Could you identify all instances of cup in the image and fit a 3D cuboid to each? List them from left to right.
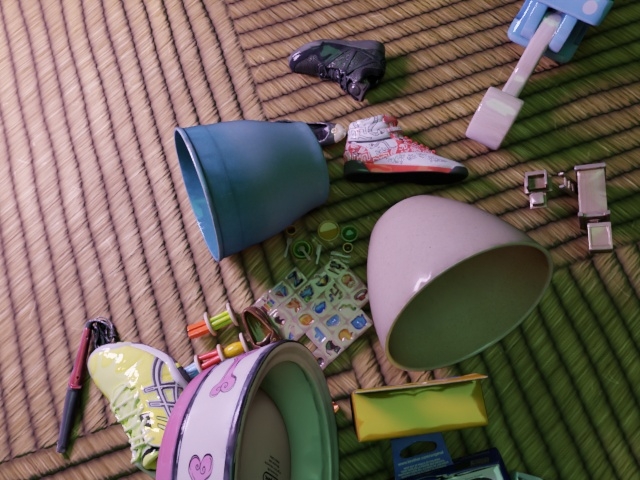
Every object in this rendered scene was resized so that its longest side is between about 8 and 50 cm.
[{"bbox_3d":[0.219,0.051,1.005,0.331,0.331,0.237,-24,48,-5],"label":"cup"}]

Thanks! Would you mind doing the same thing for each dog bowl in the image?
[{"bbox_3d":[-0.104,0.371,0.870,0.151,0.408,0.407,-8,72,19],"label":"dog bowl"}]

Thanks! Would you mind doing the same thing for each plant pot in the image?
[{"bbox_3d":[-0.130,-0.123,1.084,0.255,0.271,0.271,-18,73,-18],"label":"plant pot"}]

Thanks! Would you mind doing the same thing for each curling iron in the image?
[{"bbox_3d":[-0.482,0.288,1.082,0.068,0.035,0.273,13,74,6],"label":"curling iron"}]

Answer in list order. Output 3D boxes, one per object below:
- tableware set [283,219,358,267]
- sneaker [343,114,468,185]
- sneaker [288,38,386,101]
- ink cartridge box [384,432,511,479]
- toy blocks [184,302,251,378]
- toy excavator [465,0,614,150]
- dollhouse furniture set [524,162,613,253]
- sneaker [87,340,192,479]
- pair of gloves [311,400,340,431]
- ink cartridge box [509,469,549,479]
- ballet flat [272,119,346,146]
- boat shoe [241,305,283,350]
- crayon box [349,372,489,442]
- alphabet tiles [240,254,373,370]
[{"bbox_3d":[0.000,0.000,1.152,0.154,0.024,0.104,11,74,6],"label":"tableware set"},{"bbox_3d":[0.186,-0.202,1.169,0.270,0.090,0.144,2,76,6],"label":"sneaker"},{"bbox_3d":[0.040,-0.391,1.233,0.228,0.087,0.130,-1,67,-3],"label":"sneaker"},{"bbox_3d":[0.222,0.527,0.892,0.270,0.151,0.395,-21,75,12],"label":"ink cartridge box"},{"bbox_3d":[-0.229,0.211,1.084,0.148,0.054,0.123,-25,75,-5],"label":"toy blocks"},{"bbox_3d":[0.495,-0.449,1.177,0.222,0.445,0.433,28,35,11],"label":"toy excavator"},{"bbox_3d":[0.519,-0.052,1.128,0.161,0.101,0.181,-4,72,27],"label":"dollhouse furniture set"},{"bbox_3d":[-0.299,0.330,0.987,0.385,0.147,0.145,38,103,14],"label":"sneaker"},{"bbox_3d":[-0.011,0.333,1.061,0.083,0.010,0.074,42,81,16],"label":"pair of gloves"},{"bbox_3d":[0.434,0.547,0.960,0.208,0.045,0.206,13,74,5],"label":"ink cartridge box"},{"bbox_3d":[-0.028,-0.242,1.198,0.173,0.049,0.057,4,75,15],"label":"ballet flat"},{"bbox_3d":[-0.106,0.209,1.066,0.064,0.060,0.178,-35,76,-1],"label":"boat shoe"},{"bbox_3d":[0.153,0.282,0.908,0.202,0.318,0.081,-8,73,1],"label":"crayon box"},{"bbox_3d":[-0.015,0.150,1.103,0.237,0.009,0.198,-42,76,-3],"label":"alphabet tiles"}]
